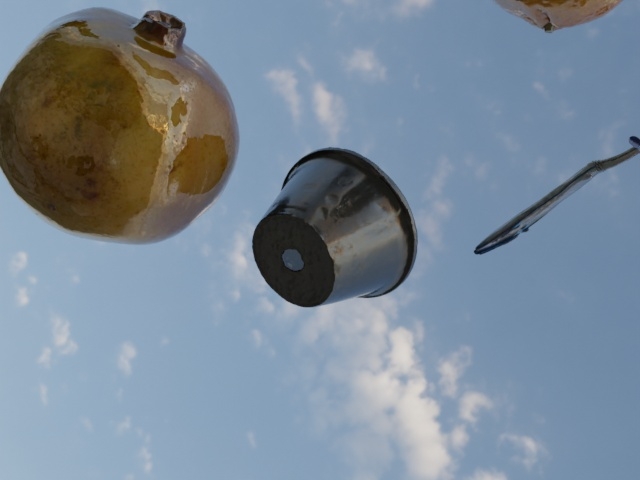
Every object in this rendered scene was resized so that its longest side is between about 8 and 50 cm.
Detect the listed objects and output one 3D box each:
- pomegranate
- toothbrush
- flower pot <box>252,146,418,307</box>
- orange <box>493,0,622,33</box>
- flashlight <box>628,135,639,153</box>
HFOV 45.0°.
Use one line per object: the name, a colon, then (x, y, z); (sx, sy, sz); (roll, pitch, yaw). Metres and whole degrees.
pomegranate: (-0.334, -0.198, 1.272); (0.417, 0.417, 0.416); (14, -68, 38)
toothbrush: (0.409, -0.087, 1.263); (0.413, 0.035, 0.042); (-40, -135, 32)
flower pot: (0.000, 0.000, 1.225); (0.269, 0.166, 0.269); (19, -58, 33)
orange: (0.305, -0.374, 0.997); (0.219, 0.219, 0.193); (35, -79, 29)
flashlight: (0.430, -0.122, 0.943); (0.057, 0.035, 0.121); (45, -13, -3)
